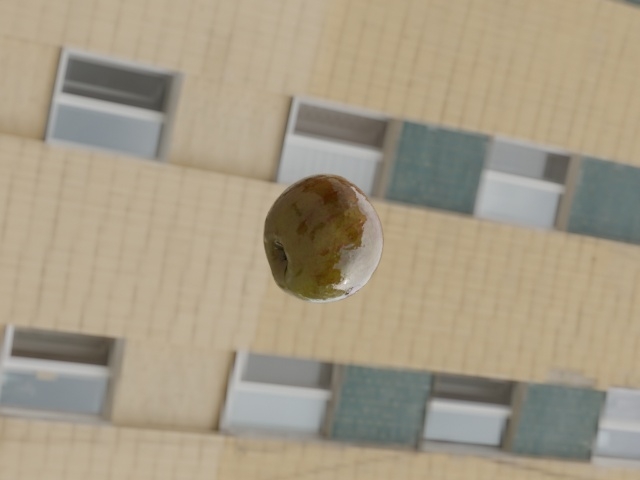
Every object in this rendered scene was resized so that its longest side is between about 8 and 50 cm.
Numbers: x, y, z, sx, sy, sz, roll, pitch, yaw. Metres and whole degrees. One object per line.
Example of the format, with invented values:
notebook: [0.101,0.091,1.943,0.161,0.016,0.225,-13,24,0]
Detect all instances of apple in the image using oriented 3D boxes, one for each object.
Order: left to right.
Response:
apple: [0.000,0.000,1.038,0.084,0.071,0.084,37,-38,36]
